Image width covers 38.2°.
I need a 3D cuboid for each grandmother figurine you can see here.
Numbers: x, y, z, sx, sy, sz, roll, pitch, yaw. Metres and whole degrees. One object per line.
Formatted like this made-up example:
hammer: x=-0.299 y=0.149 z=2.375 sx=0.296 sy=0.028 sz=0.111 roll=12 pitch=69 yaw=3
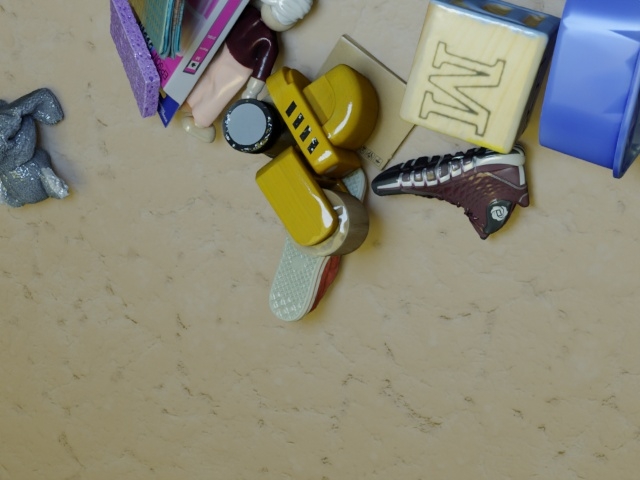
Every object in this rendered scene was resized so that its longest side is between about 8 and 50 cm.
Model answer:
grandmother figurine: x=-0.141 y=-0.342 z=1.673 sx=0.342 sy=0.104 sz=0.208 roll=-41 pitch=71 yaw=32

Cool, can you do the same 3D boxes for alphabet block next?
alphabet block: x=0.260 y=-0.278 z=1.494 sx=0.193 sy=0.192 sz=0.197 roll=21 pitch=116 yaw=15

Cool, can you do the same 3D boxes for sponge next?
sponge: x=-0.349 y=-0.347 z=1.722 sx=0.210 sy=0.031 sz=0.117 roll=66 pitch=158 yaw=19

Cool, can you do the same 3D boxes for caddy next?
caddy: x=0.457 y=-0.265 z=1.391 sx=0.179 sy=0.241 sz=0.341 roll=16 pitch=116 yaw=20

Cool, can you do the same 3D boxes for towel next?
towel: x=-0.271 y=-0.497 z=1.565 sx=0.040 sy=0.370 sz=0.271 roll=3 pitch=120 yaw=-25

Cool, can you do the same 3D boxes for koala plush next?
koala plush: x=-0.627 y=-0.167 z=1.910 sx=0.196 sy=0.203 sz=0.221 roll=-7 pitch=119 yaw=25

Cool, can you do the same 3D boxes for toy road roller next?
toy road roller: x=0.011 y=-0.154 z=1.595 sx=0.240 sy=0.202 sz=0.330 roll=-33 pitch=80 yaw=16

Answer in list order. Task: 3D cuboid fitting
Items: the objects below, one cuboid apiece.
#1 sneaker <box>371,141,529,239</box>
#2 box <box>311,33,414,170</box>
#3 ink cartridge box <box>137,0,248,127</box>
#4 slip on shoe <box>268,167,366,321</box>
sneaker: x=0.236 y=-0.069 z=1.638 sx=0.281 sy=0.106 sz=0.163 roll=-10 pitch=110 yaw=24
box: x=0.077 y=-0.248 z=1.675 sx=0.201 sy=0.021 sz=0.164 roll=39 pitch=119 yaw=4
ink cartridge box: x=-0.242 y=-0.399 z=1.675 sx=0.371 sy=0.069 sz=0.176 roll=-52 pitch=52 yaw=31
slip on shoe: x=0.000 y=0.000 z=1.768 sx=0.123 sy=0.101 sz=0.331 roll=28 pitch=105 yaw=23
